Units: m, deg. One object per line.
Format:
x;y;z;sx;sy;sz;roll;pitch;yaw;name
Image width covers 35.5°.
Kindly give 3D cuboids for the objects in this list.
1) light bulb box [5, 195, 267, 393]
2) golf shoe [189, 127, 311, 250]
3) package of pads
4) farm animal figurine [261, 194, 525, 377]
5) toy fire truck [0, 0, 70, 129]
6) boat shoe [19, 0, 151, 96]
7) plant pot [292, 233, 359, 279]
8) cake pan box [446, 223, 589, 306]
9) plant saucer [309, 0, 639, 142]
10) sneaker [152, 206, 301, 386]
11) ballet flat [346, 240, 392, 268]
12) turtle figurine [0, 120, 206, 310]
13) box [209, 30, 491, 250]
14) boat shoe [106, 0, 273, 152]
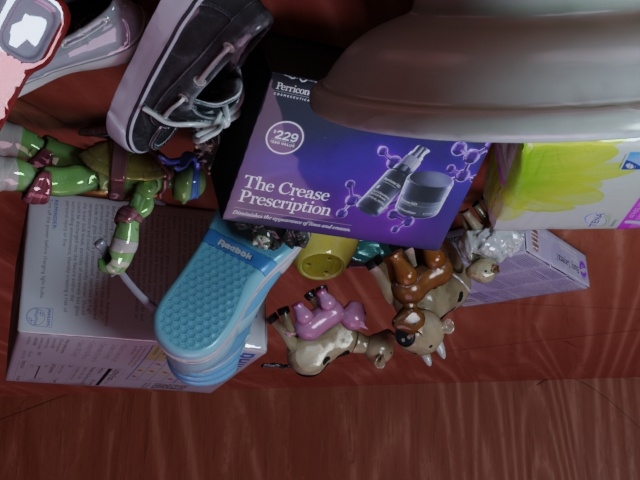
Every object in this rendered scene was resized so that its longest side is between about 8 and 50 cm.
-0.304;0.100;1.607;0.361;0.225;0.358;6;160;-19;light bulb box
-0.077;-0.108;1.202;0.105;0.120;0.273;1;140;18;golf shoe
0.322;-0.097;1.207;0.229;0.101;0.296;-1;161;3;package of pads
0.119;0.099;1.458;0.327;0.172;0.330;-31;-178;-43;farm animal figurine
-0.386;-0.163;0.816;0.302;0.254;0.169;29;176;-38;toy fire truck
-0.279;-0.200;0.973;0.228;0.079;0.081;-12;152;16;boat shoe
0.000;0.000;1.450;0.134;0.095;0.134;-2;142;-2;plant pot
0.290;0.044;1.677;0.246;0.070;0.267;-11;158;36;cake pan box
0.188;-0.168;0.847;0.400;0.100;0.400;-3;-163;1;plant saucer
-0.118;0.062;1.381;0.127;0.319;0.208;33;152;12;sneaker
0.031;0.009;1.588;0.222;0.077;0.079;6;-179;-17;ballet flat
-0.293;-0.042;1.242;0.266;0.197;0.275;13;155;-19;turtle figurine
0.034;-0.102;1.078;0.261;0.103;0.184;8;123;-21;box
-0.124;-0.155;0.987;0.105;0.113;0.306;42;143;-1;boat shoe
